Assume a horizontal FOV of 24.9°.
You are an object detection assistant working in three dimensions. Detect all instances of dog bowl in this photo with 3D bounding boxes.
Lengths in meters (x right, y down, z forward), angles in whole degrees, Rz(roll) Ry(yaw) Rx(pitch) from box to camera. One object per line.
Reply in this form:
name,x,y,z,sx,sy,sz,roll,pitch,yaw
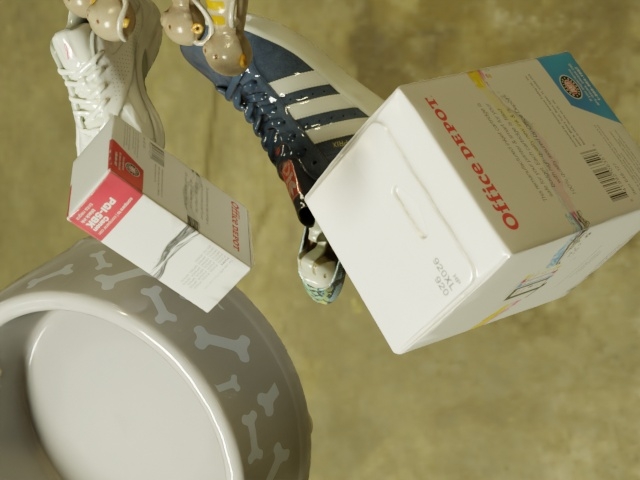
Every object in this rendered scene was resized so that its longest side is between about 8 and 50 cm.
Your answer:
dog bowl,-0.185,0.173,1.295,0.348,0.102,0.349,9,112,21

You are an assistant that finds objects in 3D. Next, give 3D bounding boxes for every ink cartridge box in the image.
ink cartridge box,0.143,-0.035,1.254,0.171,0.232,0.168,59,136,18
ink cartridge box,-0.121,-0.020,1.109,0.056,0.135,0.099,-46,24,19

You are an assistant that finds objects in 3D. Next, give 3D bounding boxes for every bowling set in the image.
bowling set,-0.184,-0.236,1.263,0.287,0.199,0.154,-131,36,-62

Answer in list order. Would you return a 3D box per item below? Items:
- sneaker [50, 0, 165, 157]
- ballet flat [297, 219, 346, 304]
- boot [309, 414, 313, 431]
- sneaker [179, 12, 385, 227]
sneaker,-0.208,-0.143,1.336,0.090,0.115,0.232,-17,63,24
ballet flat,0.000,0.000,1.694,0.070,0.070,0.188,40,131,45
boot,-0.082,0.186,1.478,0.115,0.112,0.305,58,-172,-15
sneaker,-0.021,-0.109,1.557,0.350,0.148,0.131,32,156,2
